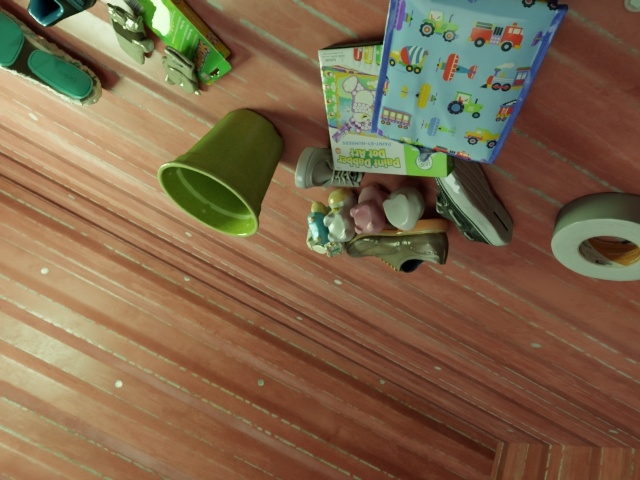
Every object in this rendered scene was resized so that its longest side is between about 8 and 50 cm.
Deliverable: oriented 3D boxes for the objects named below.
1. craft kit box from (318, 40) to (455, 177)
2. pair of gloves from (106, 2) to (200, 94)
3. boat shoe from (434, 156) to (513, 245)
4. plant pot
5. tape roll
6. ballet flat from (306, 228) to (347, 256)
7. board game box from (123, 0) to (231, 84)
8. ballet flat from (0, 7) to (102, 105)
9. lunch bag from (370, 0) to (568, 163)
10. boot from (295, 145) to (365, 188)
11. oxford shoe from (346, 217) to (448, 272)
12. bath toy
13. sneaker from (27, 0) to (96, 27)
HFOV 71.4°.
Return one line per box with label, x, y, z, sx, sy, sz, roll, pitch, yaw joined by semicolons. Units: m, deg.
craft kit box;0.128;-0.251;0.858;0.250;0.061;0.246;9;127;31
pair of gloves;-0.388;-0.445;1.051;0.240;0.042;0.204;35;168;-7
boat shoe;0.317;-0.084;1.005;0.119;0.121;0.335;-9;139;42
plant pot;-0.227;-0.191;1.152;0.276;0.253;0.276;21;153;11
tape roll;0.614;-0.003;0.943;0.219;0.072;0.219;21;152;12
ballet flat;0.000;0.000;1.397;0.091;0.077;0.241;62;164;-17
board game box;-0.313;-0.468;0.984;0.124;0.039;0.259;-7;135;50
ballet flat;-0.810;-0.511;1.255;0.409;0.147;0.147;35;152;-14
lunch bag;0.203;-0.248;0.703;0.221;0.138;0.293;16;134;8
boot;0.036;-0.165;1.026;0.124;0.258;0.095;14;112;13
oxford shoe;0.195;0.029;1.251;0.130;0.132;0.364;0;172;-36
bath toy;0.127;-0.079;1.183;0.348;0.129;0.151;-8;93;43
sneaker;-0.506;-0.555;0.890;0.125;0.139;0.341;38;149;-17
